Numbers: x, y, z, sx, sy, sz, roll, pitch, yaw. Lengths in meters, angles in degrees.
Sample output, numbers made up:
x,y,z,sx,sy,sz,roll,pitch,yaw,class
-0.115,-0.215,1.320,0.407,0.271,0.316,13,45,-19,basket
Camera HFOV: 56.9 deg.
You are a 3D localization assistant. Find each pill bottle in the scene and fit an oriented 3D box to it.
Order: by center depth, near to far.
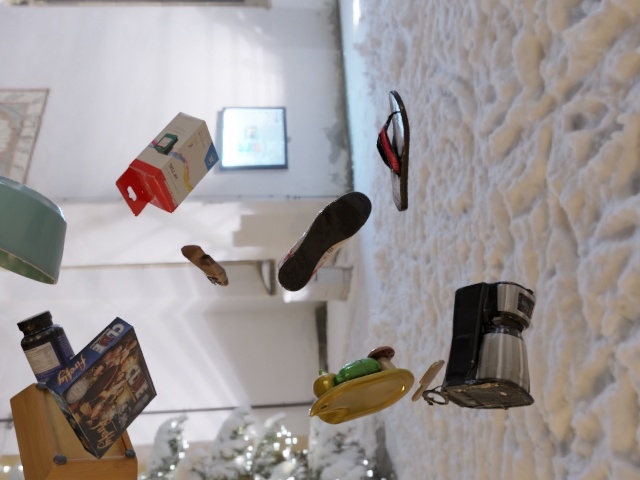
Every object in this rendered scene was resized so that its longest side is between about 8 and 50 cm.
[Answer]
x,y,z,sx,sy,sz,roll,pitch,yaw,class
-0.794,0.321,1.724,0.123,0.123,0.219,-128,17,-83,pill bottle

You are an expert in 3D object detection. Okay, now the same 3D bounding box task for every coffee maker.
x,y,z,sx,sy,sz,roll,pitch,yaw,class
0.247,0.162,0.929,0.120,0.171,0.178,56,-140,-46,coffee maker

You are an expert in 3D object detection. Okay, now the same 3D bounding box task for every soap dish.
x,y,z,sx,sy,sz,roll,pitch,yaw,class
-0.549,0.442,1.327,0.291,0.229,0.118,48,114,43,soap dish

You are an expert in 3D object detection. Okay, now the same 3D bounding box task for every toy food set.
x,y,z,sx,sy,sz,roll,pitch,yaw,class
0.075,0.223,0.949,0.128,0.218,0.071,103,150,-44,toy food set

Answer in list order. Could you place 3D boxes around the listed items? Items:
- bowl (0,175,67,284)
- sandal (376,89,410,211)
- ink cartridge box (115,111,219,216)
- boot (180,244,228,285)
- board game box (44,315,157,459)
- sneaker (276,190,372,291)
x,y,z,sx,sy,sz,roll,pitch,yaw,class
-0.712,-0.036,1.348,0.311,0.312,0.163,99,-167,-69,bowl
0.103,-0.125,0.856,0.067,0.040,0.179,-106,11,-68,sandal
-0.337,-0.158,1.320,0.231,0.078,0.134,-56,-23,-26,ink cartridge box
-0.248,0.058,1.277,0.119,0.042,0.087,21,146,44,boot
-0.391,0.275,1.087,0.165,0.042,0.243,-50,-26,-37,board game box
-0.001,0.000,1.321,0.270,0.090,0.145,-49,5,-6,sneaker
